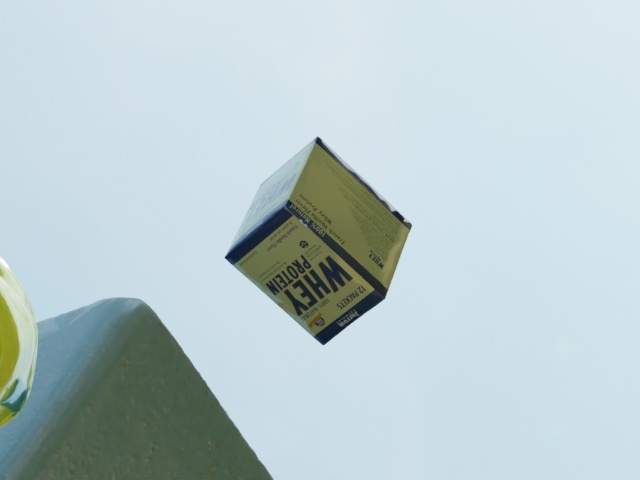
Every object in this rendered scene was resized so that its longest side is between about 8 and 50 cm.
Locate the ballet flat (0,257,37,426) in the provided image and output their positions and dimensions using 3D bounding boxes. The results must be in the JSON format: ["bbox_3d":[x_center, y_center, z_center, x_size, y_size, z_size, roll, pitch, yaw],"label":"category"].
[{"bbox_3d":[-0.160,-0.023,0.422,0.231,0.077,0.077,32,-98,-15],"label":"ballet flat"}]

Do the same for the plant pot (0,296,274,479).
[{"bbox_3d":[-0.166,0.219,1.001,0.248,0.247,0.252,56,-139,-20],"label":"plant pot"}]

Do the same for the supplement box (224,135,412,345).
[{"bbox_3d":[0.000,0.000,1.160,0.083,0.056,0.083,42,-147,-13],"label":"supplement box"}]
